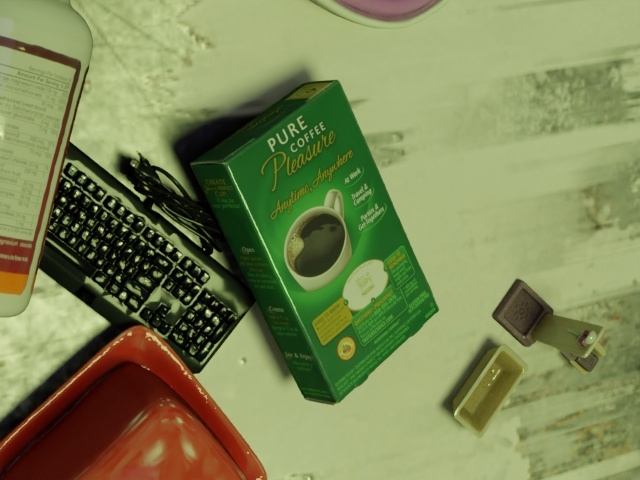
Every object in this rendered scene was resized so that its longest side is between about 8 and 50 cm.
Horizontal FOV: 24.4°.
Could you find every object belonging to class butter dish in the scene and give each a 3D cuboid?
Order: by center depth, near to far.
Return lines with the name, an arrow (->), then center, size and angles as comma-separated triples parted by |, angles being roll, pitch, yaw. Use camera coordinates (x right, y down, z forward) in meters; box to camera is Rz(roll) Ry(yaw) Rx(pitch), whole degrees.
butter dish -> -0.106, 0.161, 0.900 | 0.160, 0.118, 0.160 | -43, 115, -16

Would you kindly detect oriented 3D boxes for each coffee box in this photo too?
coffee box -> 0.000, 0.000, 0.965 | 0.113, 0.040, 0.184 | -40, 116, -32

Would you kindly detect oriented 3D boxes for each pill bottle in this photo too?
pill bottle -> -0.194, -0.077, 0.811 | 0.121, 0.121, 0.221 | 14, 91, -30

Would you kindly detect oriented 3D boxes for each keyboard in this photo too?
keyboard -> -0.114, -0.001, 0.916 | 0.192, 0.038, 0.100 | 40, 78, -28

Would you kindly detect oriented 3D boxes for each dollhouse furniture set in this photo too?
dollhouse furniture set -> 0.161, 0.104, 1.057 | 0.091, 0.081, 0.114 | 42, 78, -27

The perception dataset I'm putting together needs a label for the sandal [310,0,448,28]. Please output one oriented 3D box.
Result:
sandal -> -0.041, -0.228, 0.832 | 0.416, 0.102, 0.169 | 13, 108, -41
